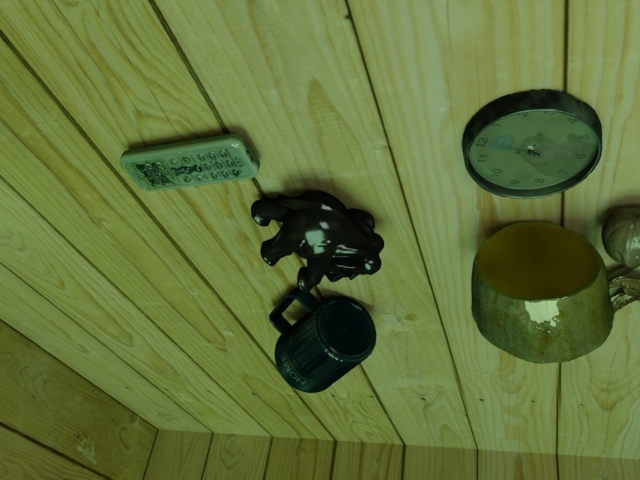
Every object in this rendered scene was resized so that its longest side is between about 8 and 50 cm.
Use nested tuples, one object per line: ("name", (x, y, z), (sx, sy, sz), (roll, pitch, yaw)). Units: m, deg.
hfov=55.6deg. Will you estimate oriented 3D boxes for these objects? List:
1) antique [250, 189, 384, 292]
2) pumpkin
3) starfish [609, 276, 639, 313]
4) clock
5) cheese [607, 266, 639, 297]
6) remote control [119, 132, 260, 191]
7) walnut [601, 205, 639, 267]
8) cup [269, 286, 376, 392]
("antique", (0.000, 0.000, 1.534), (0.255, 0.185, 0.322), (-18, 133, 37))
("pumpkin", (0.518, 0.103, 1.425), (0.333, 0.332, 0.199), (-1, 139, 16))
("starfish", (0.827, 0.138, 1.541), (0.277, 0.062, 0.235), (3, 142, -13))
("clock", (0.433, -0.189, 1.256), (0.281, 0.055, 0.280), (7, 146, 5))
("cheese", (0.745, 0.130, 1.603), (0.085, 0.034, 0.400), (28, 132, -29))
("remote control", (-0.312, -0.189, 1.448), (0.336, 0.065, 0.128), (-5, 145, 21))
("walnut", (0.712, -0.009, 1.373), (0.140, 0.140, 0.162), (-5, 132, 21))
("cup", (0.007, 0.309, 1.978), (0.242, 0.307, 0.292), (-8, 157, -33))
